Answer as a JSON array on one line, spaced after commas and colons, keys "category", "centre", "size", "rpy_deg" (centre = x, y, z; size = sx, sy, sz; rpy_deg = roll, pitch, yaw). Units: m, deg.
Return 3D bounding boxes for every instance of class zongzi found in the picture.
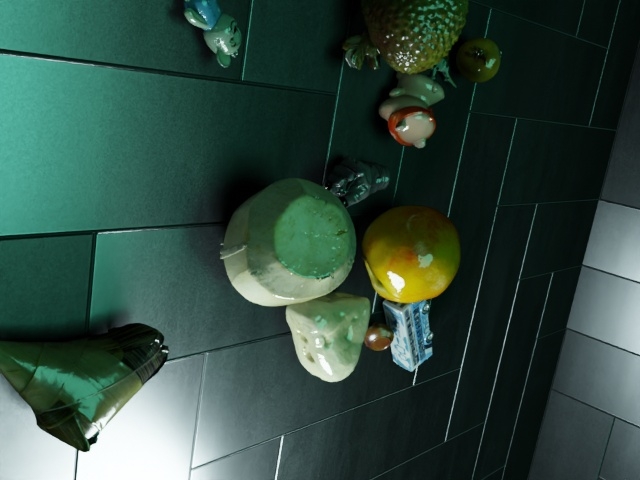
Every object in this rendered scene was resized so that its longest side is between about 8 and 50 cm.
[{"category": "zongzi", "centre": [-0.481, 0.217, 1.408], "size": [0.289, 0.154, 0.318], "rpy_deg": [-50, 131, -33]}]

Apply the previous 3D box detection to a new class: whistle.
[{"category": "whistle", "centre": [-0.232, -0.471, 1.442], "size": [0.236, 0.077, 0.114], "rpy_deg": [53, 47, -42]}]

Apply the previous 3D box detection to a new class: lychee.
[{"category": "lychee", "centre": [0.221, -0.554, 1.776], "size": [0.270, 0.270, 0.320], "rpy_deg": [3, 139, -49]}]

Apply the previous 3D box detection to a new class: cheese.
[{"category": "cheese", "centre": [0.003, 0.265, 1.941], "size": [0.251, 0.173, 0.248], "rpy_deg": [8, 91, -51]}]

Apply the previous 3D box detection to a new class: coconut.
[{"category": "coconut", "centre": [-0.078, 0.009, 1.666], "size": [0.323, 0.323, 0.323], "rpy_deg": [-22, 122, -41]}]

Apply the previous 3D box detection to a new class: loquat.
[{"category": "loquat", "centre": [0.487, -0.553, 2.159], "size": [0.141, 0.141, 0.141], "rpy_deg": [-22, 122, -41]}]

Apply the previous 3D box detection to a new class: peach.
[{"category": "peach", "centre": [0.273, 0.025, 2.058], "size": [0.308, 0.289, 0.289], "rpy_deg": [-32, 130, -11]}]

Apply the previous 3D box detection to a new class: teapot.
[{"category": "teapot", "centre": [0.185, 0.301, 2.247], "size": [0.098, 0.078, 0.129], "rpy_deg": [-18, 141, 5]}]

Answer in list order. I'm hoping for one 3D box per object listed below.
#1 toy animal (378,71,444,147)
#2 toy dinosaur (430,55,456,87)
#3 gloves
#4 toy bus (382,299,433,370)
[{"category": "toy animal", "centre": [0.260, -0.367, 1.984], "size": [0.171, 0.171, 0.198], "rpy_deg": [34, 72, -50]}, {"category": "toy dinosaur", "centre": [0.372, -0.533, 2.125], "size": [0.187, 0.044, 0.106], "rpy_deg": [3, 88, -48]}, {"category": "gloves", "centre": [0.090, -0.157, 1.909], "size": [0.285, 0.119, 0.142], "rpy_deg": [-12, 104, -61]}, {"category": "toy bus", "centre": [0.294, 0.287, 2.335], "size": [0.131, 0.106, 0.297], "rpy_deg": [-37, 132, -28]}]
